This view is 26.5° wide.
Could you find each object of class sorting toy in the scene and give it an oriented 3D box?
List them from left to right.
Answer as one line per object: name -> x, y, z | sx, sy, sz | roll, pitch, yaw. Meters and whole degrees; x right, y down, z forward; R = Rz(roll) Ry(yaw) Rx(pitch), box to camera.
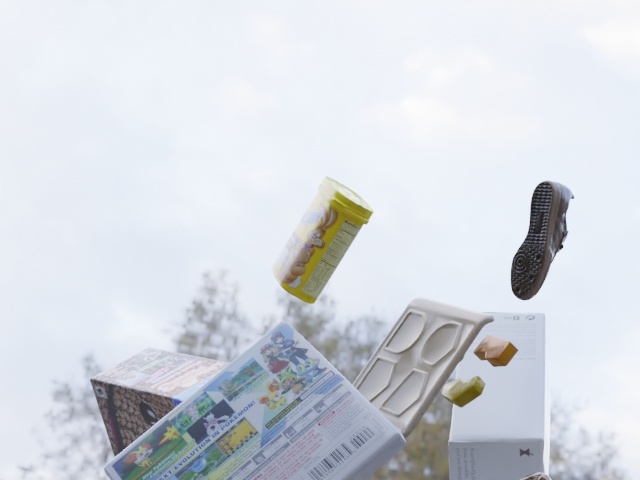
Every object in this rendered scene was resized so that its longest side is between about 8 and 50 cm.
sorting toy -> 0.154, 0.189, 1.925 | 0.041, 0.229, 0.307 | 44, -13, -22

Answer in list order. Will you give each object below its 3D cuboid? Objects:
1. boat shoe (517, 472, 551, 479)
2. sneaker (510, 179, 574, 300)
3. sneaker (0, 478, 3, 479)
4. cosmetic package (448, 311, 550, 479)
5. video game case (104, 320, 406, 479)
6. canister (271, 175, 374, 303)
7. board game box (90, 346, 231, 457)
boat shoe -> 0.275, 0.424, 1.638 | 0.123, 0.342, 0.123 | -30, -71, 16
sneaker -> 0.350, 0.004, 2.090 | 0.071, 0.188, 0.066 | 12, 5, -38
sneaker -> -0.369, 0.307, 1.553 | 0.098, 0.069, 0.038 | -5, -4, 23
cosmetic package -> 0.303, 0.305, 2.266 | 0.156, 0.385, 0.217 | 0, -64, 11
video game case -> -0.094, 0.287, 1.804 | 0.300, 0.329, 0.036 | 40, -14, 47
canister -> 0.000, 0.000, 2.062 | 0.073, 0.170, 0.126 | 29, 9, -19
board game box -> -0.245, 0.336, 2.412 | 0.291, 0.141, 0.232 | 4, -66, 49
